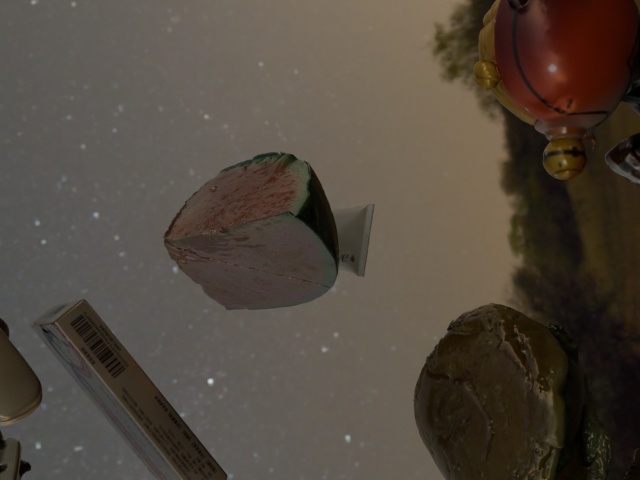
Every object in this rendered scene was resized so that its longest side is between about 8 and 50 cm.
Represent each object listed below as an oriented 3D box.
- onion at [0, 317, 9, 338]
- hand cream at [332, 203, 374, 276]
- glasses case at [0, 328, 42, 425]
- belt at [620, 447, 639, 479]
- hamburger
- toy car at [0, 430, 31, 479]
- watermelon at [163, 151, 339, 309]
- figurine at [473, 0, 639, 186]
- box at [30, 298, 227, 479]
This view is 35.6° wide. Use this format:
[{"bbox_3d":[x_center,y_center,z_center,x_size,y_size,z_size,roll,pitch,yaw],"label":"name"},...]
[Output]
[{"bbox_3d":[-0.573,0.172,1.654,0.104,0.115,0.115,34,-163,1],"label":"onion"},{"bbox_3d":[0.000,0.000,1.859,0.083,0.248,0.133,11,-98,-44],"label":"hand cream"},{"bbox_3d":[-0.416,0.146,1.219,0.204,0.081,0.051,43,143,31],"label":"glasses case"},{"bbox_3d":[0.344,0.329,1.006,0.289,0.164,0.184,-20,-49,-61],"label":"belt"},{"bbox_3d":[0.225,0.224,1.239,0.134,0.265,0.285,16,-157,-29],"label":"hamburger"},{"bbox_3d":[-0.233,0.181,0.585,0.112,0.139,0.112,-114,10,-65],"label":"toy car"},{"bbox_3d":[-0.088,-0.042,1.533,0.319,0.292,0.222,43,-137,-54],"label":"watermelon"},{"bbox_3d":[0.345,-0.241,1.290,0.196,0.323,0.320,133,155,-73],"label":"figurine"},{"bbox_3d":[-0.304,0.248,1.555,0.353,0.069,0.214,55,156,-10],"label":"box"}]
